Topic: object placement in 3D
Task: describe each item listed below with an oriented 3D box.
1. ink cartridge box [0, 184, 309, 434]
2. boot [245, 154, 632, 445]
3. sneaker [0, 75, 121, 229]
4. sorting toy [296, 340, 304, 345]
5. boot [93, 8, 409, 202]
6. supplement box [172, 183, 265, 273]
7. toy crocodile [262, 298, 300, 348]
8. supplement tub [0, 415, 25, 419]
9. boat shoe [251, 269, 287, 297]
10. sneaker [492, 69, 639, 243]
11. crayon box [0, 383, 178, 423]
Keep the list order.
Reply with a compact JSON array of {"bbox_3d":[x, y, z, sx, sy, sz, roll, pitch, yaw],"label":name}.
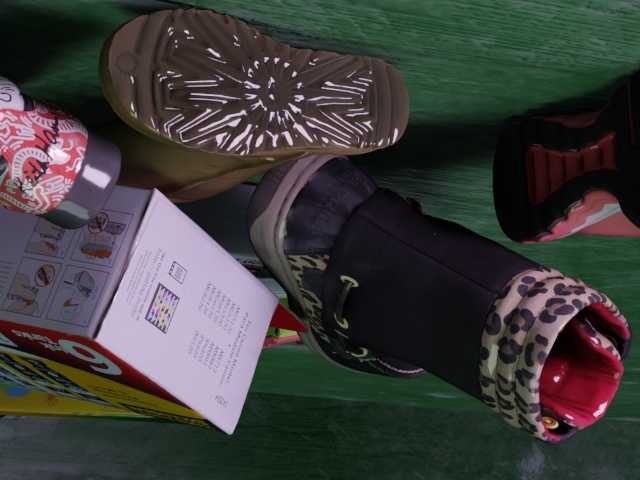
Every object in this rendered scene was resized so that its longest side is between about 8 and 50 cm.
[{"bbox_3d":[-0.206,0.056,1.380,0.309,0.130,0.272,8,159,33],"label":"ink cartridge box"},{"bbox_3d":[0.115,0.072,1.396,0.284,0.138,0.377,28,164,28],"label":"boot"},{"bbox_3d":[-0.257,-0.077,1.146,0.145,0.090,0.270,31,168,-34],"label":"sneaker"},{"bbox_3d":[-0.061,0.113,2.294,0.274,0.046,0.132,4,169,-2],"label":"sorting toy"},{"bbox_3d":[-0.101,-0.079,1.181,0.236,0.089,0.269,11,168,-33],"label":"boot"},{"bbox_3d":[-0.135,-0.004,1.626,0.130,0.073,0.239,7,170,-23],"label":"supplement box"},{"bbox_3d":[-0.080,0.088,1.940,0.115,0.105,0.340,-9,178,-35],"label":"toy crocodile"},{"bbox_3d":[-0.444,0.115,2.029,0.316,0.194,0.193,11,167,-33],"label":"supplement tub"},{"bbox_3d":[0.000,0.001,1.625,0.227,0.079,0.081,-10,157,32],"label":"boat shoe"},{"bbox_3d":[0.253,-0.059,1.184,0.136,0.116,0.314,-3,180,-27],"label":"sneaker"},{"bbox_3d":[-0.268,0.095,1.855,0.318,0.202,0.081,2,169,14],"label":"crayon box"}]
